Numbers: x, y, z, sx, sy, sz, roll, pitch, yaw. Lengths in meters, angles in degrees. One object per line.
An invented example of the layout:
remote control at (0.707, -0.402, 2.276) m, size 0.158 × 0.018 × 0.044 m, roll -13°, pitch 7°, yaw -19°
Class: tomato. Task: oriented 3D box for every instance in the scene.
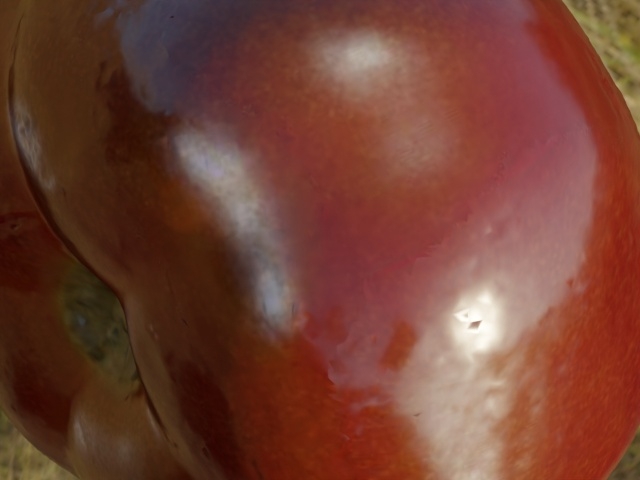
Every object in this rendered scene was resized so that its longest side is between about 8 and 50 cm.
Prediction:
tomato at (0.000, 0.000, 0.613) m, size 0.226 × 0.298 × 0.299 m, roll -26°, pitch 71°, yaw -37°
